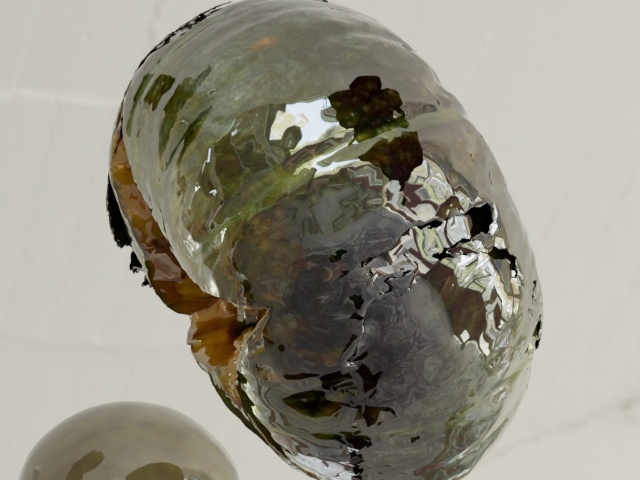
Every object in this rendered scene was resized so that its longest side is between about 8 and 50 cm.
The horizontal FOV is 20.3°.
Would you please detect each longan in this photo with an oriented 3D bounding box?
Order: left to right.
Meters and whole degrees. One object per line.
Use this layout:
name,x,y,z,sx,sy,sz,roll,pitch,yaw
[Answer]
longan,-0.157,0.206,1.310,0.204,0.185,0.159,-31,-67,-19

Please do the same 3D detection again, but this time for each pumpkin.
pumpkin,0.000,0.000,1.061,0.192,0.320,0.320,-30,-40,-12
